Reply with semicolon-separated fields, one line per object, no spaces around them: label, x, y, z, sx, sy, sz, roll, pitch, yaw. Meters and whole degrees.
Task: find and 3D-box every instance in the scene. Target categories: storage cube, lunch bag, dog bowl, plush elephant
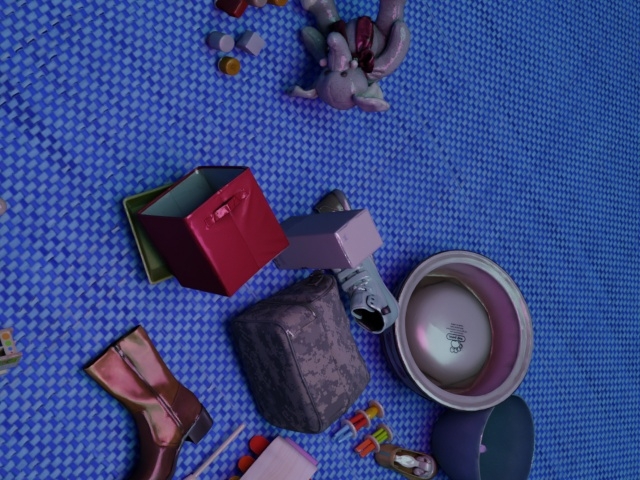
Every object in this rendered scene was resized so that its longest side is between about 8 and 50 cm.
storage cube;-0.215;-0.024;1.596;0.184;0.215;0.193;-43;120;-30
lunch bag;-0.023;0.250;1.781;0.256;0.213;0.305;-32;110;-40
dog bowl;0.336;0.235;2.034;0.408;0.150;0.407;6;76;-22
plush elephant;0.063;-0.417;1.834;0.255;0.272;0.329;-59;149;-51

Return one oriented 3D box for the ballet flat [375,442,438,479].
ballet flat;0.242;0.584;2.053;0.232;0.073;0.080;23;73;-34

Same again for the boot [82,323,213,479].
boot;-0.374;0.353;1.589;0.264;0.096;0.280;-45;113;-28

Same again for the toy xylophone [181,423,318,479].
toy xylophone;-0.154;0.545;1.725;0.323;0.081;0.236;-37;72;-25

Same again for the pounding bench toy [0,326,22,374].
pounding bench toy;-0.594;0.206;1.460;0.052;0.083;0.065;-11;64;-39

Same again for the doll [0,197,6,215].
doll;-0.647;-0.016;1.427;0.129;0.046;0.189;53;54;-12

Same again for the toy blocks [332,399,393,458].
toy blocks;0.102;0.484;1.964;0.148;0.054;0.123;-28;104;-34

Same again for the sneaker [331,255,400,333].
sneaker;0.085;0.100;1.829;0.256;0.094;0.151;51;19;1

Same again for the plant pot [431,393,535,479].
plant pot;0.412;0.537;2.093;0.290;0.196;0.290;-1;92;-47

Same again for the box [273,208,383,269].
box;0.000;0.000;1.767;0.113;0.275;0.094;-38;111;-32

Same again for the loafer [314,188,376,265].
loafer;0.058;0.001;1.940;0.088;0.094;0.251;-25;95;-10

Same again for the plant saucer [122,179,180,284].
plant saucer;-0.316;-0.025;1.676;0.188;0.045;0.188;-23;103;-35

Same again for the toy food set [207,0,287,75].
toy food set;-0.186;-0.490;1.779;0.111;0.105;0.232;33;87;-45
